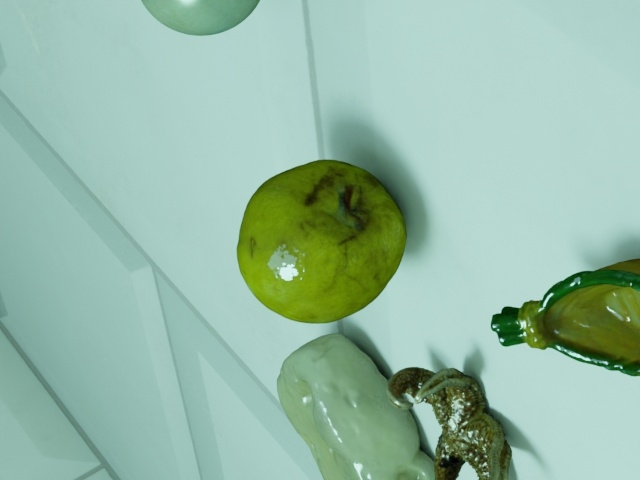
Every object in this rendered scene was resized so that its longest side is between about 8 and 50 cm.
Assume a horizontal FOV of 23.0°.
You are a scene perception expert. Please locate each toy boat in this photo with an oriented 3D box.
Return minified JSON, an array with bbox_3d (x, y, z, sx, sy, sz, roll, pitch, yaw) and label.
[{"bbox_3d":[0.209,0.062,1.071,0.229,0.088,0.089,12,129,63],"label":"toy boat"}]

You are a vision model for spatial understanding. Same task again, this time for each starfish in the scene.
[{"bbox_3d":[0.132,0.197,1.445,0.190,0.074,0.146,65,160,-11],"label":"starfish"}]

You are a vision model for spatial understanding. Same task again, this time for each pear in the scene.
[{"bbox_3d":[0.000,0.000,1.398,0.149,0.148,0.162,61,153,1],"label":"pear"}]

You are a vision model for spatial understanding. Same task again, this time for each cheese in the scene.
[{"bbox_3d":[0.045,0.223,1.660,0.263,0.093,0.159,62,158,-2],"label":"cheese"}]

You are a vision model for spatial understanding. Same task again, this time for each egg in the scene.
[{"bbox_3d":[-0.107,-0.238,1.388,0.152,0.114,0.114,12,128,65],"label":"egg"}]
